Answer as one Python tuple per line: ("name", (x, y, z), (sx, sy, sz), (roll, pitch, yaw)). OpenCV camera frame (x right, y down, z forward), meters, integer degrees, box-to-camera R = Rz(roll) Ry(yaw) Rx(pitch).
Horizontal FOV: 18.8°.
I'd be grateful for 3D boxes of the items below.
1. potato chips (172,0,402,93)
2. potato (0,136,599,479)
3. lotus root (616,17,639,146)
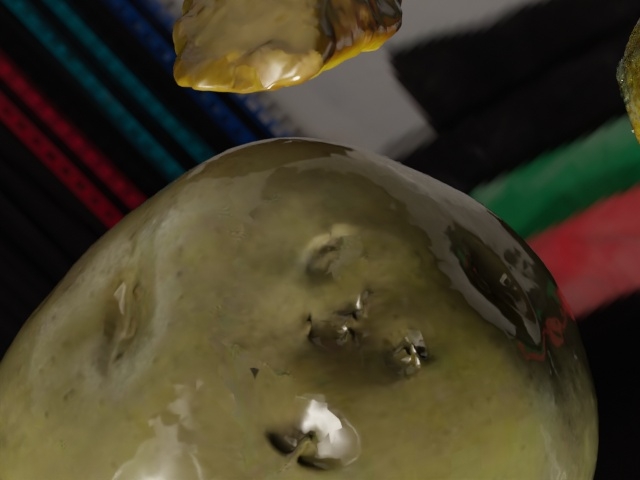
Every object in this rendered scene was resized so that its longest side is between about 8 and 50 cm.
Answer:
("potato chips", (-0.001, -0.168, 0.614), (0.057, 0.080, 0.407), (-15, -134, 19))
("potato", (-0.027, 0.111, 0.806), (0.243, 0.221, 0.326), (-12, 149, -36))
("lotus root", (0.319, -0.136, 1.243), (0.275, 0.160, 0.152), (-32, -174, 18))
